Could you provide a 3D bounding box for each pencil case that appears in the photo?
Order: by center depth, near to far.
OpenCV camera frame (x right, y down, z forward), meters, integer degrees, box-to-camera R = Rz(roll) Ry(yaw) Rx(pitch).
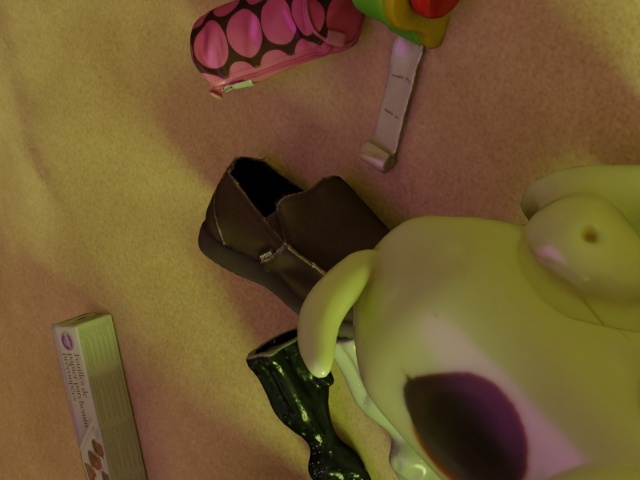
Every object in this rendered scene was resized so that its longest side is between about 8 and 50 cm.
[{"bbox_3d":[-0.047,-0.220,1.336,0.209,0.095,0.098,-14,59,47],"label":"pencil case"}]

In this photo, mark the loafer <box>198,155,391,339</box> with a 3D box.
[{"bbox_3d":[0.000,0.000,1.333,0.366,0.134,0.130,21,118,37],"label":"loafer"}]

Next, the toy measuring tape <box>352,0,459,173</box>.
[{"bbox_3d":[0.065,-0.207,1.216,0.121,0.121,0.330,35,126,30],"label":"toy measuring tape"}]

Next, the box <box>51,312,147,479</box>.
[{"bbox_3d":[-0.304,0.265,1.763,0.063,0.067,0.324,-2,103,44],"label":"box"}]

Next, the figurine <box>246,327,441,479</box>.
[{"bbox_3d":[0.042,0.197,1.406,0.215,0.092,0.209,-15,101,44],"label":"figurine"}]

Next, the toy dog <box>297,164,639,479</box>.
[{"bbox_3d":[0.205,0.161,0.979,0.284,0.395,0.408,-46,49,33],"label":"toy dog"}]
